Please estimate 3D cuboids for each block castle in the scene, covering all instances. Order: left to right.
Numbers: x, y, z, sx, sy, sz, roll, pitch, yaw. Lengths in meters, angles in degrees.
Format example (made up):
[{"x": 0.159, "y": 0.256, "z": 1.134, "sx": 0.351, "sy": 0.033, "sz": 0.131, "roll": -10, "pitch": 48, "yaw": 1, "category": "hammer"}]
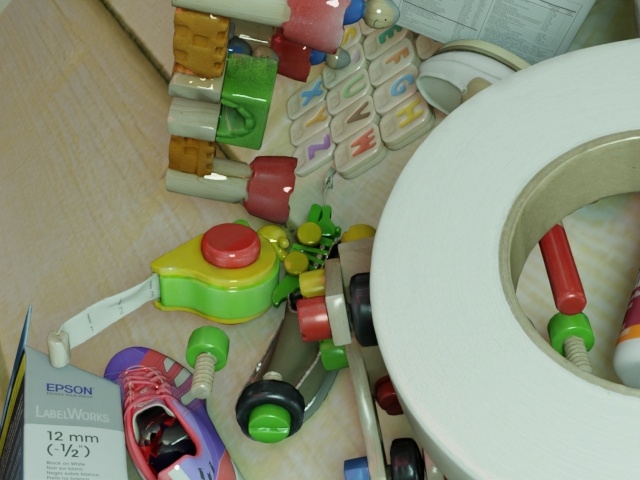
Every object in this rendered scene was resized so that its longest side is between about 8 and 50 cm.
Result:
[{"x": -0.041, "y": -0.240, "z": 1.117, "sx": 0.453, "sy": 0.212, "sz": 0.303, "roll": 110, "pitch": 168, "yaw": -64, "category": "block castle"}]

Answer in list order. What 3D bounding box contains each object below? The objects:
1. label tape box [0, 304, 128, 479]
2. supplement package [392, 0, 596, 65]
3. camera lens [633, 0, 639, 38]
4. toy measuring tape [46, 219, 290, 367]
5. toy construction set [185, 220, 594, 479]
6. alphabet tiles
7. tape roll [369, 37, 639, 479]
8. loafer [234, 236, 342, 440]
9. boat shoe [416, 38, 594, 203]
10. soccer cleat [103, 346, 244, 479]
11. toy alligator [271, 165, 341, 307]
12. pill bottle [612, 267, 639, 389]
[{"x": -0.290, "y": 0.278, "z": 1.094, "sx": 0.348, "sy": 0.115, "sz": 0.249, "roll": -107, "pitch": 33, "yaw": -50, "category": "label tape box"}, {"x": 0.207, "y": -0.333, "z": 1.025, "sx": 0.263, "sy": 0.198, "sz": 0.199, "roll": 101, "pitch": -167, "yaw": -70, "category": "supplement package"}, {"x": 0.379, "y": -0.246, "z": 0.822, "sx": 0.219, "sy": 0.219, "sz": 0.274, "roll": -17, "pitch": 31, "yaw": 36, "category": "camera lens"}, {"x": -0.144, "y": 0.067, "z": 1.141, "sx": 0.121, "sy": 0.121, "sz": 0.330, "roll": 1, "pitch": 25, "yaw": 46, "category": "toy measuring tape"}, {"x": 0.084, "y": 0.056, "z": 0.899, "sx": 0.308, "sy": 0.257, "sz": 0.237, "roll": -30, "pitch": 31, "yaw": 22, "category": "toy construction set"}, {"x": 0.066, "y": -0.207, "z": 1.307, "sx": 0.278, "sy": 0.021, "sz": 0.284, "roll": -31, "pitch": 41, "yaw": 23, "category": "alphabet tiles"}, {"x": 0.227, "y": 0.026, "z": 0.677, "sx": 0.392, "sy": 0.072, "sz": 0.392, "roll": -7, "pitch": 56, "yaw": 11, "category": "tape roll"}, {"x": -0.018, "y": 0.096, "z": 1.077, "sx": 0.251, "sy": 0.087, "sz": 0.094, "roll": -55, "pitch": 38, "yaw": -7, "category": "loafer"}, {"x": 0.188, "y": -0.122, "z": 1.036, "sx": 0.103, "sy": 0.113, "sz": 0.302, "roll": -49, "pitch": 38, "yaw": -8, "category": "boat shoe"}, {"x": -0.179, "y": 0.193, "z": 1.118, "sx": 0.108, "sy": 0.116, "sz": 0.318, "roll": -34, "pitch": 38, "yaw": -8, "category": "soccer cleat"}, {"x": 0.000, "y": 0.000, "z": 1.177, "sx": 0.051, "sy": 0.056, "sz": 0.190, "roll": 21, "pitch": 68, "yaw": 7, "category": "toy alligator"}, {"x": 0.314, "y": 0.018, "z": 0.782, "sx": 0.121, "sy": 0.121, "sz": 0.221, "roll": 1, "pitch": 60, "yaw": 46, "category": "pill bottle"}]
